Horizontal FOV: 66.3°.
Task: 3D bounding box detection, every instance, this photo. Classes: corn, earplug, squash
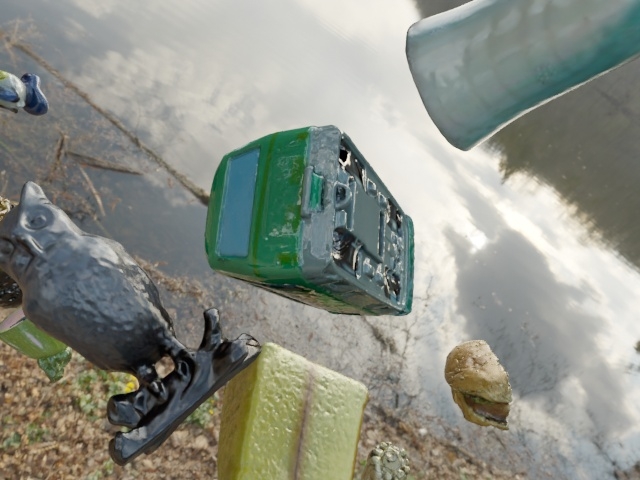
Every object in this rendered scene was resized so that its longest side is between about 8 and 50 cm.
[{"bbox_3d":[0.122,0.488,1.015,0.087,0.211,0.087,7,48,-7],"label":"corn"},{"bbox_3d":[0.283,-0.251,0.567,0.185,0.324,0.185,26,54,-42],"label":"earplug"},{"bbox_3d":[-0.447,0.166,0.807,0.132,0.105,0.105,61,25,-21],"label":"squash"}]

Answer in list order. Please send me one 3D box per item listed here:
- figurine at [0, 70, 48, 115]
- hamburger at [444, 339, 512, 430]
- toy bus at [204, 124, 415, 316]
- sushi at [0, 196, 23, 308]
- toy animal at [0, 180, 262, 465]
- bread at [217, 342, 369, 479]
[{"bbox_3d":[-0.667,-0.354,0.907,0.338,0.205,0.283,33,2,-27],"label":"figurine"},{"bbox_3d":[0.356,0.316,1.135,0.130,0.124,0.262,3,10,6],"label":"hamburger"},{"bbox_3d":[0.000,0.000,0.673,0.343,0.199,0.184,36,54,-60],"label":"toy bus"},{"bbox_3d":[-0.620,0.003,0.899,0.200,0.204,0.213,46,34,22],"label":"sushi"},{"bbox_3d":[-0.155,0.048,0.382,0.210,0.121,0.117,50,-11,-1],"label":"toy animal"},{"bbox_3d":[-0.078,0.398,0.849,0.233,0.245,0.362,28,42,-13],"label":"bread"}]
